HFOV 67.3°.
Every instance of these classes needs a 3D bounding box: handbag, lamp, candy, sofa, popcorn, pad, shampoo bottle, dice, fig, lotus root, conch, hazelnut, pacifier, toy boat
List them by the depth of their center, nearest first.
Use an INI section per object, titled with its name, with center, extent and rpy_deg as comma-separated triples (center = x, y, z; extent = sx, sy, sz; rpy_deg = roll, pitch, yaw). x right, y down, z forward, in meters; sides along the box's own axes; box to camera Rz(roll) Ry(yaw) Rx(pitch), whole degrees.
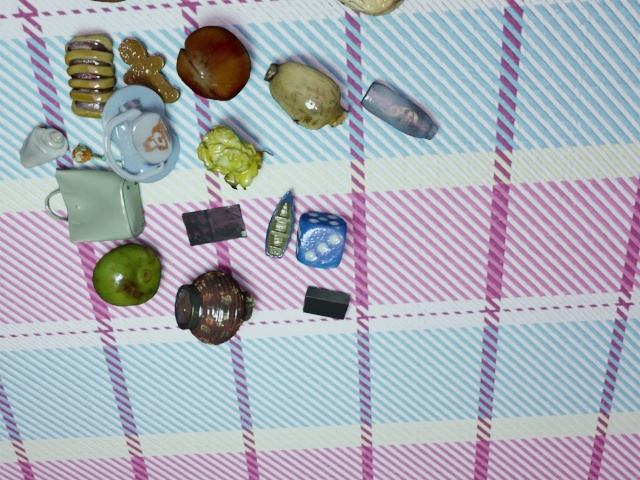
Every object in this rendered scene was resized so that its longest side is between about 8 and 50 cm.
[hazelnut]
center = -0.289, -0.462, 1.276
extent = 0.208, 0.208, 0.208
rpy_deg = 0, 110, 0
[lotus root]
center = -0.039, -0.398, 1.334
extent = 0.257, 0.140, 0.154
rpy_deg = 30, 101, -4
[pacifier]
center = -0.536, -0.296, 1.363
extent = 0.207, 0.227, 0.279
rpy_deg = 21, 138, 37
[popcorn]
center = -0.251, -0.242, 1.380
extent = 0.195, 0.168, 0.173
rpy_deg = 39, 68, -24
[shampoo bottle]
center = 0.232, -0.367, 1.391
extent = 0.234, 0.049, 0.087
rpy_deg = 29, 110, -10
[conch]
center = -0.823, -0.276, 1.424
extent = 0.176, 0.094, 0.104
rpy_deg = -20, 126, 35
[candy]
center = -0.650, -0.244, 1.444
extent = 0.185, 0.049, 0.055
rpy_deg = 11, 66, -10
[handbag]
center = -0.709, -0.101, 1.465
extent = 0.315, 0.109, 0.241
rpy_deg = -1, 109, 4
[dice]
center = 0.000, 0.000, 1.478
extent = 0.146, 0.143, 0.146
rpy_deg = 7, 109, -6
[fig]
center = -0.618, 0.109, 1.504
extent = 0.225, 0.203, 0.203
rpy_deg = -2, 114, 36
[toy boat]
center = -0.122, -0.053, 1.509
extent = 0.080, 0.046, 0.228
rpy_deg = 13, 109, -4
[lamp]
center = -0.331, 0.212, 1.518
extent = 0.247, 0.247, 0.247
rpy_deg = 0, 110, 0
[pad]
center = -0.338, -0.048, 1.534
extent = 0.193, 0.004, 0.116
rpy_deg = -9, 109, 4
[sofa]
center = 0.018, 0.207, 1.605
extent = 0.147, 0.060, 0.085
rpy_deg = 11, 127, -3

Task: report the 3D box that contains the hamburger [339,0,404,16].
[hamburger]
center = 0.123, -0.717, 1.217
extent = 0.243, 0.146, 0.286
rpy_deg = -16, 116, 13

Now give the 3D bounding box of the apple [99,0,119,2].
[apple]
center = -0.548, -0.735, 1.138
extent = 0.319, 0.277, 0.319
rpy_deg = 0, 112, 1

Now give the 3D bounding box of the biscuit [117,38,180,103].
[biscuit]
center = -0.491, -0.471, 1.363
extent = 0.138, 0.031, 0.205
rpy_deg = -26, 110, 16

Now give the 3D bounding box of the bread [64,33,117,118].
[bread]
center = -0.644, -0.455, 1.344
extent = 0.134, 0.081, 0.225
rpy_deg = 1, 111, 1
